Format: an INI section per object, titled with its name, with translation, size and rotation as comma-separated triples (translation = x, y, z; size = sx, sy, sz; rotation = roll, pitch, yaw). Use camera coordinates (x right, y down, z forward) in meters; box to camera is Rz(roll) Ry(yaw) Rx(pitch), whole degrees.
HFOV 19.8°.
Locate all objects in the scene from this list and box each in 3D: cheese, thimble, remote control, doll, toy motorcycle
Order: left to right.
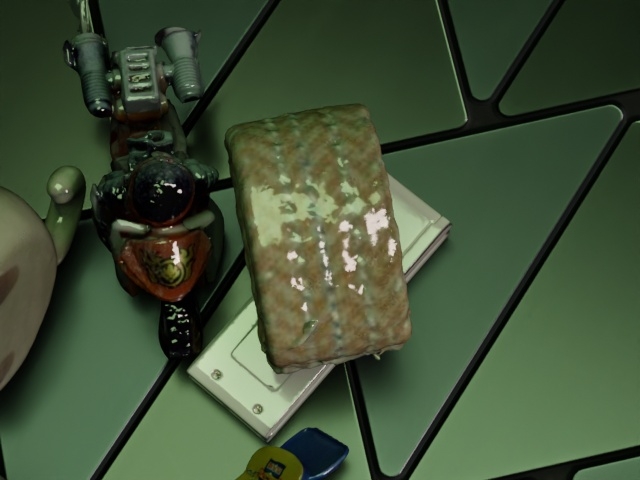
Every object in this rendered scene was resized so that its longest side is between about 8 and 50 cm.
[doll]
translation = -0.419, 0.023, 1.725
size = 0.370, 0.215, 0.226
rotation = 6, 49, 0
[toy motorcycle]
translation = -0.166, -0.097, 1.749
size = 0.134, 0.207, 0.401
rotation = -8, 66, -4
[cheese]
translation = -0.083, 0.257, 1.704
size = 0.250, 0.064, 0.156
rotation = -38, 33, -23
[thimble]
translation = -0.001, -0.005, 1.668
size = 0.148, 0.196, 0.229
rotation = -12, 74, -3
[remote control]
translation = 0.000, 0.059, 1.782
size = 0.103, 0.055, 0.277
rotation = 39, 80, 12

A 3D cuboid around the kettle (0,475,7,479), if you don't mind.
[kettle]
translation = -0.326, 0.270, 1.628
size = 0.240, 0.255, 0.165
rotation = 24, 74, 8
